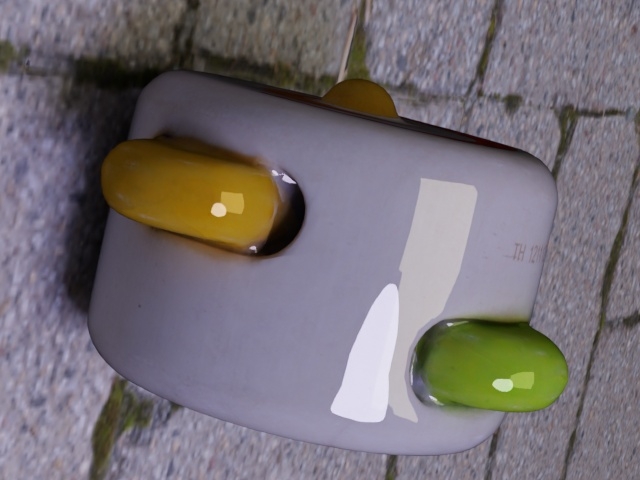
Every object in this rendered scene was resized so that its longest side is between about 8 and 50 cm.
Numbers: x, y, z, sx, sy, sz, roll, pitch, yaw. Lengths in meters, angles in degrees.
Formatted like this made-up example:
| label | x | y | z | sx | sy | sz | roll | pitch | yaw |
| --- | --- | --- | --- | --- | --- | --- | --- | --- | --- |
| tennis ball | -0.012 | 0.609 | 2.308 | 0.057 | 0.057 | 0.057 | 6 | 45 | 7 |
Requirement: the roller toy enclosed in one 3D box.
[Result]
| label | x | y | z | sx | sy | sz | roll | pitch | yaw |
| --- | --- | --- | --- | --- | --- | --- | --- | --- | --- |
| roller toy | 0.000 | 0.000 | 0.805 | 0.191 | 0.209 | 0.146 | -139 | -118 | -77 |
